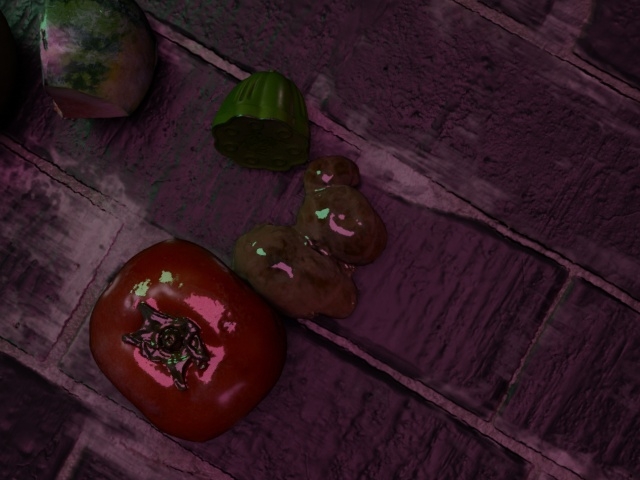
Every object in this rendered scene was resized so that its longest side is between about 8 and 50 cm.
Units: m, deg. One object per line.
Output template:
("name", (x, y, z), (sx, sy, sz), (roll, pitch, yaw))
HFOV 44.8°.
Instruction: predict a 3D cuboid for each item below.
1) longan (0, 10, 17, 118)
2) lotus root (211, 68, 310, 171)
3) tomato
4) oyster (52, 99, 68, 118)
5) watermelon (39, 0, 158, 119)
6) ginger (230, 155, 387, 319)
("longan", (-0.678, -0.291, 1.357), (0.288, 0.288, 0.350), (29, 98, 3))
("lotus root", (-0.095, -0.238, 1.398), (0.186, 0.186, 0.186), (0, 88, 2))
("tomato", (-0.223, 0.171, 1.313), (0.325, 0.290, 0.293), (36, 88, 4))
("oyster", (-0.429, -0.289, 1.453), (0.165, 0.053, 0.109), (-5, 81, 7))
("watermelon", (-0.413, -0.377, 1.387), (0.180, 0.224, 0.305), (-20, 63, 34))
("ginger", (0.000, 0.000, 1.389), (0.244, 0.155, 0.304), (36, 82, 10))
